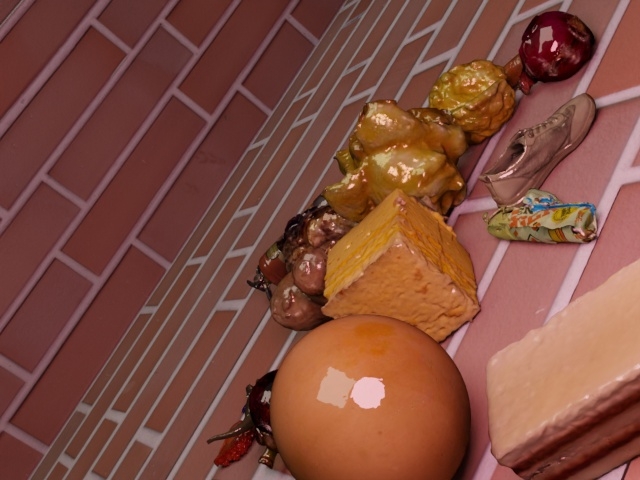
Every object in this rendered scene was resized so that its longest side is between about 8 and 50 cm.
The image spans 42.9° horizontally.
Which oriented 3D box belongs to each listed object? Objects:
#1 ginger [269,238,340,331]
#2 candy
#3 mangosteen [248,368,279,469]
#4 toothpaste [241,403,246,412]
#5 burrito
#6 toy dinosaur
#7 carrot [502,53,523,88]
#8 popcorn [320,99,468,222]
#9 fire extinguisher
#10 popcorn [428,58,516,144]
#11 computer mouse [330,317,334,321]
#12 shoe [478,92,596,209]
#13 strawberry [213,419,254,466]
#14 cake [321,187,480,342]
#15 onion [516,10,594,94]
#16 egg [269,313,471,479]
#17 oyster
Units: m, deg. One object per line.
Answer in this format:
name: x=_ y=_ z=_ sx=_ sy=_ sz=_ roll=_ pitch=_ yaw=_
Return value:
ginger: x=0.008 y=0.087 z=1.841 sx=0.244 sy=0.155 sz=0.304 roll=-23 pitch=-18 yaw=-23
candy: x=0.367 y=0.169 z=1.035 sx=0.320 sy=0.135 sz=0.179 roll=-43 pitch=22 yaw=28
mangosteen: x=-0.072 y=0.348 z=1.650 sx=0.172 sy=0.172 sz=0.184 roll=-73 pitch=10 yaw=-45
toothpaste: x=-0.168 y=0.389 z=1.990 sx=0.083 sy=0.015 sz=0.024 roll=-51 pitch=11 yaw=17
burrito: x=0.394 y=-0.044 z=1.450 sx=0.104 sy=0.054 sz=0.288 roll=-56 pitch=20 yaw=-14
toy dinosaur: x=-0.161 y=0.399 z=1.859 sx=0.179 sy=0.087 sz=0.187 roll=-49 pitch=1 yaw=2
carrot: x=0.421 y=-0.368 z=1.945 sx=0.248 sy=0.059 sz=0.059 roll=-39 pitch=23 yaw=37
popcorn: x=0.161 y=-0.141 z=1.799 sx=0.325 sy=0.290 sz=0.321 roll=-36 pitch=-5 yaw=-26
fire extinguisher: x=-0.064 y=0.036 z=2.220 sx=0.376 sy=0.113 sz=0.200 roll=-45 pitch=21 yaw=16
popcorn: x=0.350 y=-0.315 z=1.860 sx=0.197 sy=0.155 sz=0.198 roll=-14 pitch=63 yaw=28
computer mouse: x=0.085 y=0.172 z=1.746 sx=0.099 sy=0.057 sz=0.172 roll=-44 pitch=16 yaw=-31
shoe: x=0.419 y=-0.183 z=1.576 sx=0.275 sy=0.098 sz=0.103 roll=-50 pitch=24 yaw=1
strawberry: x=-0.198 y=0.462 z=1.881 sx=0.152 sy=0.048 sz=0.104 roll=-45 pitch=17 yaw=9
cake: x=0.149 y=0.052 z=1.573 sx=0.227 sy=0.222 sz=0.286 roll=-40 pitch=22 yaw=25
onion: x=0.482 y=-0.409 z=1.768 sx=0.198 sy=0.135 sz=0.173 roll=-41 pitch=19 yaw=32
egg: x=0.071 y=0.263 z=1.266 sx=0.301 sy=0.301 sz=0.374 roll=-53 pitch=15 yaw=-2
oyster: x=-0.008 y=0.001 z=2.084 sx=0.100 sy=0.275 sz=0.271 roll=-15 pitch=-50 yaw=-50
